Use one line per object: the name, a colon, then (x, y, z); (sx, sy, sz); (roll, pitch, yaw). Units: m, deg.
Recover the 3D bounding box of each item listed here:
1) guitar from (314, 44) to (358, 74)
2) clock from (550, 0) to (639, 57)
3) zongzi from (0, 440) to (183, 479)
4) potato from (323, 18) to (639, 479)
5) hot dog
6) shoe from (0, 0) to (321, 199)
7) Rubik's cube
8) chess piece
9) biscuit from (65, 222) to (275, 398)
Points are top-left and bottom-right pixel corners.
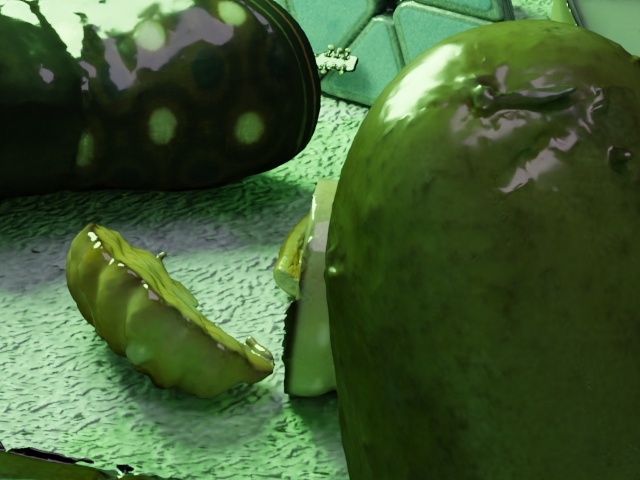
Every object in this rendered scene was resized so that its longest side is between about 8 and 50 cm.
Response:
guitar: (-0.077, -0.170, 1.644); (0.233, 0.025, 0.088); (12, 74, 21)
clock: (0.251, -0.113, 1.363); (0.147, 0.071, 0.192); (-1, 40, -8)
zongzi: (-0.192, 0.210, 0.821); (0.356, 0.174, 0.393); (7, 18, 6)
potato: (0.114, 0.060, 0.950); (0.219, 0.359, 0.270); (-9, 21, 4)
hot dog: (0.000, 0.001, 1.390); (0.044, 0.028, 0.137); (33, 37, 3)
shoe: (-0.207, -0.111, 1.435); (0.384, 0.171, 0.237); (10, 24, 18)
Rubik's cube: (0.085, -0.211, 1.659); (0.228, 0.229, 0.233); (32, -19, -17)
chess piece: (0.111, 0.051, 1.221); (0.261, 0.142, 0.143); (10, 30, 1)
biscuit: (-0.118, 0.046, 1.265); (0.118, 0.061, 0.183); (32, 6, -40)
